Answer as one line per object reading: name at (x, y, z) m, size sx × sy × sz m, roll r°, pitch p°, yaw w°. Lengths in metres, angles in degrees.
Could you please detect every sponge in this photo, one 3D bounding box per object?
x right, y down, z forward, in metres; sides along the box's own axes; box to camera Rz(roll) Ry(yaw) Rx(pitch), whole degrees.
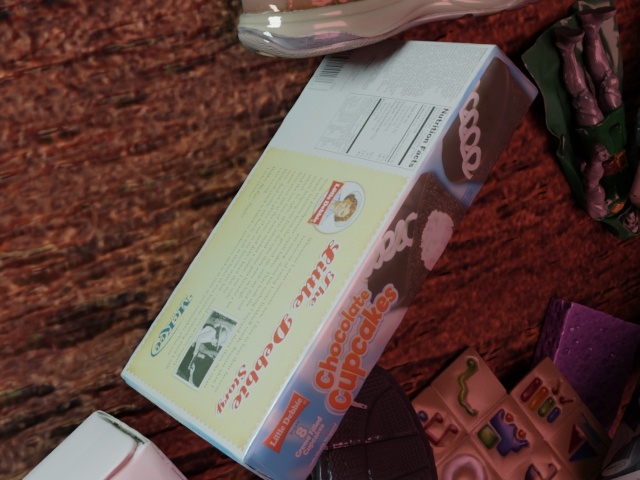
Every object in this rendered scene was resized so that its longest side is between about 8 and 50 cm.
sponge at (0.247, 0.170, 1.081) m, size 0.117 × 0.031 × 0.210 m, roll 17°, pitch 91°, yaw -35°

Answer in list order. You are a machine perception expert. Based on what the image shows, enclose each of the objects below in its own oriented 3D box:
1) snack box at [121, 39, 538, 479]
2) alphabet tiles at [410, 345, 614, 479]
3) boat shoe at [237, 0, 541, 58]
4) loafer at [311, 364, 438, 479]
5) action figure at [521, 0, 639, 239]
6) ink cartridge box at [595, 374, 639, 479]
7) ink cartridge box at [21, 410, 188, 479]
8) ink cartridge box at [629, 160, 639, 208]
snack box at (0.000, 0.000, 0.779) m, size 0.060 × 0.187 × 0.322 m, roll 39°, pitch 79°, yaw -34°
alphabet tiles at (0.142, 0.277, 0.977) m, size 0.342 × 0.011 × 0.285 m, roll -40°, pitch 96°, yaw -21°
boat shoe at (0.080, -0.225, 0.827) m, size 0.324 × 0.123 × 0.116 m, roll -20°, pitch 109°, yaw -31°
loafer at (0.046, 0.256, 0.893) m, size 0.109 × 0.095 × 0.302 m, roll -7°, pitch 73°, yaw -26°
action figure at (0.265, -0.100, 1.017) m, size 0.137 × 0.063 × 0.232 m, roll -37°, pitch 122°, yaw -26°
ink cartridge box at (0.386, 0.116, 1.042) m, size 0.065 × 0.165 × 0.333 m, roll 45°, pitch 47°, yaw -5°
ink cartridge box at (-0.126, 0.308, 0.770) m, size 0.226 × 0.131 × 0.306 m, roll -44°, pitch 109°, yaw -19°
ink cartridge box at (0.414, -0.137, 1.041) m, size 0.198 × 0.115 × 0.273 m, roll 17°, pitch 91°, yaw -56°
